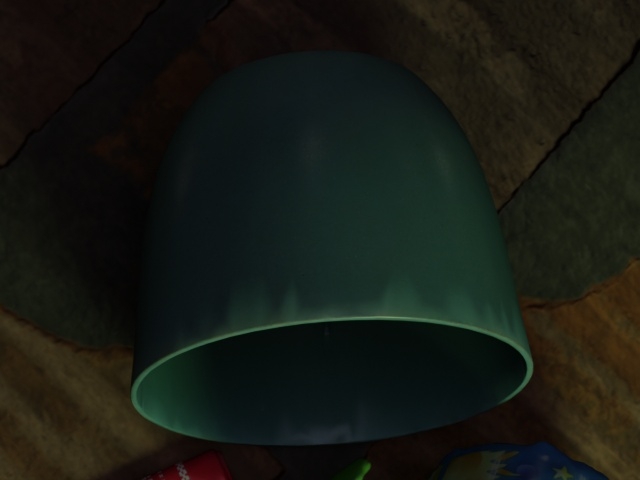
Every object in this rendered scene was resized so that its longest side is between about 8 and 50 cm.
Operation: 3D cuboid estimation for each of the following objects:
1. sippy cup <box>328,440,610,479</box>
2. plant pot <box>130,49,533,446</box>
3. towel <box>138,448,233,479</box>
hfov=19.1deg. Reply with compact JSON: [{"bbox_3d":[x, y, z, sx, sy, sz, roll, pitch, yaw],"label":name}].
[{"bbox_3d":[0.135,0.279,1.402,0.240,0.305,0.224,-2,44,23],"label":"sippy cup"},{"bbox_3d":[0.000,0.000,1.421,0.293,0.293,0.235,-2,68,-7],"label":"plant pot"},{"bbox_3d":[-0.162,0.302,1.476,0.275,0.031,0.199,-23,84,-9],"label":"towel"}]
